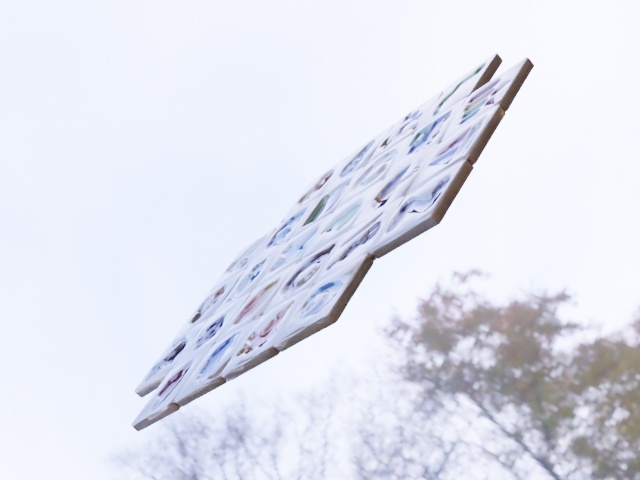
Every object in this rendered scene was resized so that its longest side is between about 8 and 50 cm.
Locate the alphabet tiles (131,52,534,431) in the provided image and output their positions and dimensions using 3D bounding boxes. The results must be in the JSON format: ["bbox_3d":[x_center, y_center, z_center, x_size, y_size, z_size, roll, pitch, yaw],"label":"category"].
[{"bbox_3d":[0.000,0.000,0.879,0.011,0.342,0.285,45,-133,-12],"label":"alphabet tiles"}]
